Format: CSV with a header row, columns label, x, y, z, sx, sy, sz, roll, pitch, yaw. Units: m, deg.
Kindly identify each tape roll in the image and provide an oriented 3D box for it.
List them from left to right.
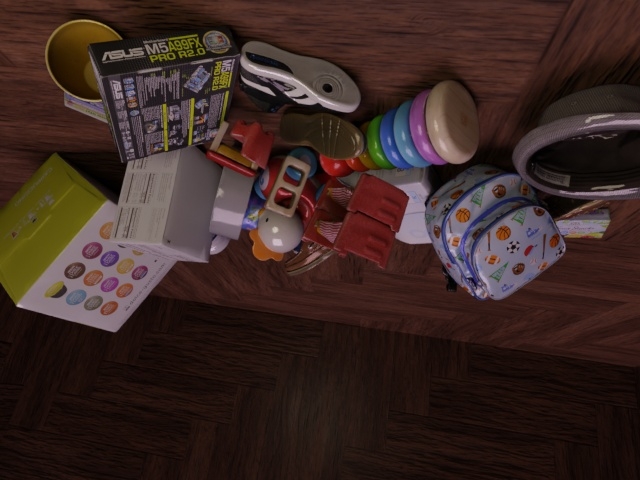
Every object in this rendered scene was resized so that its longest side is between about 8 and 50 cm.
label,x,y,z,sx,sy,sz,roll,pitch,yaw
tape roll,-0.206,-0.114,0.988,0.072,0.219,0.219,15,158,-10

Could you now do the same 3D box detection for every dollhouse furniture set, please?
label,x,y,z,sx,sy,sz,roll,pitch,yaw
dollhouse furniture set,-0.044,-0.089,0.800,0.374,0.152,0.201,23,176,-18

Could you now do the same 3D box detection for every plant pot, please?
label,x,y,z,sx,sy,sz,roll,pitch,yaw
plant pot,-0.404,-0.310,0.740,0.134,0.134,0.095,16,-179,-16

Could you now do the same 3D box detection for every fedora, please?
label,x,y,z,sx,sy,sz,roll,pitch,yaw
fedora,0.474,-0.170,0.678,0.275,0.124,0.243,-1,155,46

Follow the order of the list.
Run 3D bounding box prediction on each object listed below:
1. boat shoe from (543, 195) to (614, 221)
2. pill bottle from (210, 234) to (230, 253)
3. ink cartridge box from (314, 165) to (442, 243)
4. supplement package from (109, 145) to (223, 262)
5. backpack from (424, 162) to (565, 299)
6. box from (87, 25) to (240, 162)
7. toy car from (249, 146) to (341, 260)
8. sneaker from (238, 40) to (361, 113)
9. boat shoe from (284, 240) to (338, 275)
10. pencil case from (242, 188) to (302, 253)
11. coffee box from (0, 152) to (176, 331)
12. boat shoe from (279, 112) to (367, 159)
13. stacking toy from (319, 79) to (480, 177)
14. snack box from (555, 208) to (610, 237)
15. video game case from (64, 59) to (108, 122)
label,x,y,z,sx,sy,sz,roll,pitch,yaw
boat shoe,0.584,-0.078,0.941,0.060,0.064,0.178,22,153,-22
pill bottle,-0.404,-0.062,1.295,0.153,0.153,0.265,1,156,22
ink cartridge box,0.143,-0.082,1.093,0.385,0.091,0.308,-6,153,32
supplement package,-0.367,-0.094,1.019,0.145,0.262,0.204,4,167,16
backpack,0.364,-0.023,0.889,0.263,0.276,0.213,50,-179,-19
box,-0.272,-0.251,0.737,0.216,0.060,0.270,-22,172,-24
toy car,-0.096,-0.064,0.981,0.210,0.238,0.219,45,151,-17
sneaker,-0.041,-0.269,0.740,0.216,0.079,0.121,22,160,-7
boat shoe,0.000,0.000,1.154,0.307,0.111,0.104,-30,99,33
pencil case,-0.139,-0.058,1.222,0.306,0.133,0.119,23,180,-27
coffee box,-0.696,0.012,1.210,0.338,0.338,0.334,33,171,29
boat shoe,0.012,-0.209,0.794,0.073,0.080,0.223,-17,-151,-41
stacking toy,0.128,-0.189,0.801,0.141,0.141,0.330,27,159,-37
snack box,0.640,-0.043,1.039,0.141,0.037,0.100,0,155,23
video game case,-0.436,-0.302,0.888,0.212,0.023,0.193,20,156,-26
